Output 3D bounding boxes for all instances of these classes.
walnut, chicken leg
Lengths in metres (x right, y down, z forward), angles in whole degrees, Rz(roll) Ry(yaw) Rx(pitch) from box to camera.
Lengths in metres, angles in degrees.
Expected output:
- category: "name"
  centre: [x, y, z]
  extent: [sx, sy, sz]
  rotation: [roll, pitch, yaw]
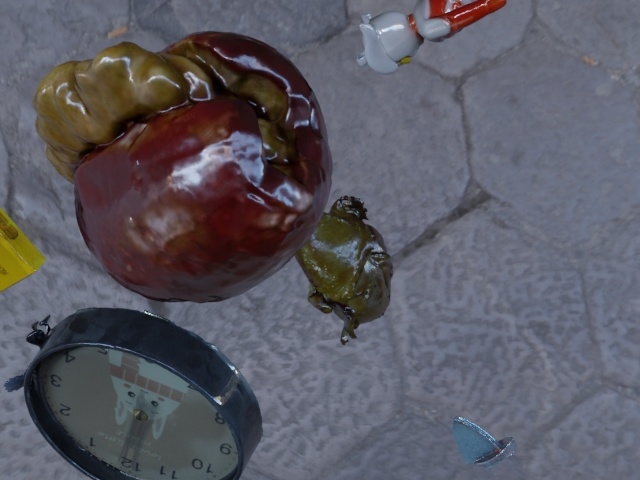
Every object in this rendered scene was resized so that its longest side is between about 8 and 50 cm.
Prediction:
- category: "walnut"
  centre: [-0.114, -0.074, 0.672]
  extent: [0.244, 0.269, 0.221]
  rotation: [39, 58, -14]
- category: "chicken leg"
  centre: [0.014, -0.005, 1.344]
  extent: [0.361, 0.140, 0.211]
  rotation: [55, 40, -30]

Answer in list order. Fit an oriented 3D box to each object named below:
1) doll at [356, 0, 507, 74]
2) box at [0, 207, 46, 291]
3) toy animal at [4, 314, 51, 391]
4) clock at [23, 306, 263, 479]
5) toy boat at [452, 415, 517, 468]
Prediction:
- category: "doll"
  centre: [0.218, -0.373, 1.241]
  extent: [0.384, 0.188, 0.099]
  rotation: [-24, 116, 22]
- category: "box"
  centre: [-0.512, 0.031, 1.070]
  extent: [0.269, 0.043, 0.152]
  rotation: [-27, 111, 23]
- category: "toy animal"
  centre: [-0.439, 0.178, 1.329]
  extent: [0.220, 0.062, 0.108]
  rotation: [-29, 115, 0]
- category: "clock"
  centre: [-0.284, 0.274, 1.272]
  extent: [0.386, 0.386, 0.076]
  rotation: [32, 38, -6]
- category: "toy boat"
  centre: [0.247, 0.321, 1.308]
  extent: [0.122, 0.096, 0.034]
  rotation: [37, 32, -16]
